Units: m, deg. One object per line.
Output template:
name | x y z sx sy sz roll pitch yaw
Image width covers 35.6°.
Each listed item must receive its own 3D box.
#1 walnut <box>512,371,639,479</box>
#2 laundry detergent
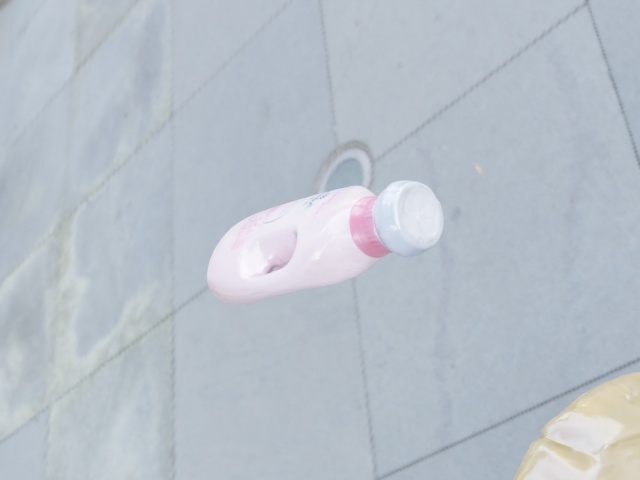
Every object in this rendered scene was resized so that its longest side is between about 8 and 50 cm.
walnut | 0.276 0.277 0.587 0.383 0.384 0.383 -29 51 43
laundry detergent | 0.000 0.000 1.159 0.335 0.088 0.159 -14 35 51
